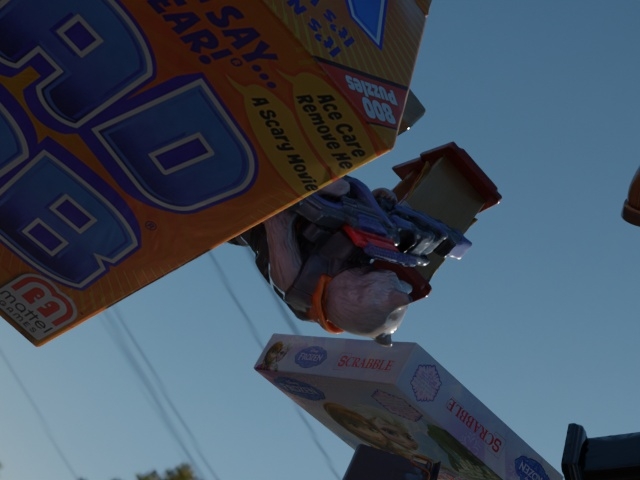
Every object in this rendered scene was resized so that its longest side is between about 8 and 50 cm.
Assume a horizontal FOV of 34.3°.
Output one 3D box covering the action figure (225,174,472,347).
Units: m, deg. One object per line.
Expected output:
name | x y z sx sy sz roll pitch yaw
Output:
action figure | 0.000 0.000 1.125 0.179 0.341 0.330 -57 -134 13

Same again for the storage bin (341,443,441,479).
storage bin | 0.065 0.259 1.055 0.091 0.135 0.098 21 -76 7

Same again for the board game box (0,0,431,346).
board game box | -0.163 -0.212 0.779 0.356 0.356 0.356 -27 -63 32

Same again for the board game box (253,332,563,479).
board game box | 0.112 0.245 1.407 0.318 0.066 0.318 42 -25 -25

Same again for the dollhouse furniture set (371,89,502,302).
dollhouse furniture set | 0.042 -0.109 1.376 0.374 0.201 0.152 48 -28 -10

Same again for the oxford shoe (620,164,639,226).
oxford shoe | 0.399 -0.079 1.168 0.076 0.212 0.076 17 -64 24

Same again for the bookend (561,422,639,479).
bookend | 0.274 0.212 0.769 0.157 0.072 0.156 -11 -79 20
